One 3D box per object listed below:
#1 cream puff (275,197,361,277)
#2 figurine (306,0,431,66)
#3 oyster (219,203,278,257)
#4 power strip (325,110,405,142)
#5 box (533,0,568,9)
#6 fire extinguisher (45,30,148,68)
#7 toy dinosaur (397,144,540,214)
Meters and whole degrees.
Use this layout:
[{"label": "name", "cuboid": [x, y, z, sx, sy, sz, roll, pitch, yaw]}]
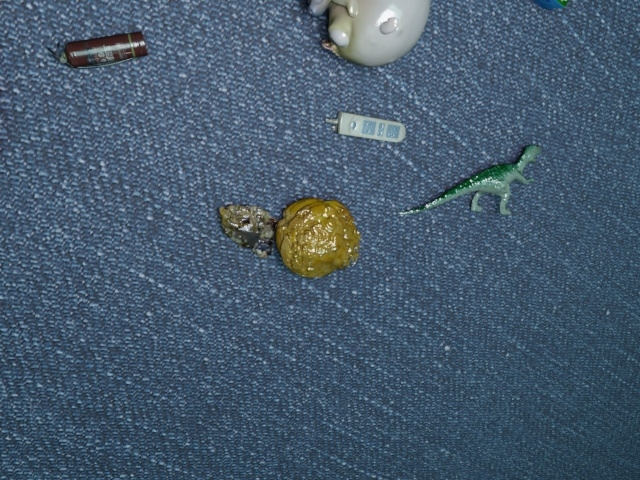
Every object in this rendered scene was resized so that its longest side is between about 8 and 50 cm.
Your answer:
[{"label": "cream puff", "cuboid": [0.000, 0.000, 1.114, 0.188, 0.129, 0.189, -7, 111, -18]}, {"label": "figurine", "cuboid": [0.020, -0.490, 0.922, 0.394, 0.227, 0.275, 23, 115, -10]}, {"label": "oyster", "cuboid": [-0.152, -0.025, 1.101, 0.148, 0.051, 0.103, 23, 100, -24]}, {"label": "power strip", "cuboid": [0.100, -0.242, 1.116, 0.191, 0.030, 0.048, 4, 107, -20]}, {"label": "box", "cuboid": [0.491, -0.607, 1.085, 0.139, 0.073, 0.194, 23, 101, -23]}, {"label": "fire extinguisher", "cuboid": [-0.387, -0.332, 0.918, 0.158, 0.043, 0.064, -14, 155, -12]}, {"label": "toy dinosaur", "cuboid": [0.379, -0.097, 1.238, 0.382, 0.076, 0.129, -30, 109, -10]}]
